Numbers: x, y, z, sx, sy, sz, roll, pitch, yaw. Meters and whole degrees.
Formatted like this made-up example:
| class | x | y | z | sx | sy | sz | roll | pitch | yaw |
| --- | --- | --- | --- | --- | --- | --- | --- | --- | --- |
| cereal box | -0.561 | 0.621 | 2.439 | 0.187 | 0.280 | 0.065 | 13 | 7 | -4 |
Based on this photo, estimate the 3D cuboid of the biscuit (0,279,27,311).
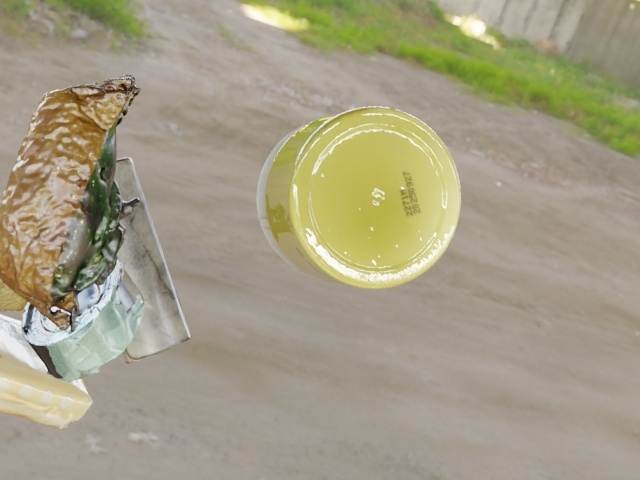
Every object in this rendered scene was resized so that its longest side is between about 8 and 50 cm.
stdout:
| class | x | y | z | sx | sy | sz | roll | pitch | yaw |
| --- | --- | --- | --- | --- | --- | --- | --- | --- | --- |
| biscuit | -0.685 | 0.065 | 2.023 | 0.029 | 0.172 | 0.254 | 25 | 6 | 28 |

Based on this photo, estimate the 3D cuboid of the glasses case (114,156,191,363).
| class | x | y | z | sx | sy | sz | roll | pitch | yaw |
| --- | --- | --- | --- | --- | --- | --- | --- | --- | --- |
| glasses case | -0.294 | 0.029 | 1.481 | 0.114 | 0.299 | 0.060 | -22 | 7 | -30 |

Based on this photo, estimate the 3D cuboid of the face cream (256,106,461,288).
| class | x | y | z | sx | sy | sz | roll | pitch | yaw |
| --- | --- | --- | --- | --- | --- | --- | --- | --- | --- |
| face cream | 0.043 | -0.052 | 1.214 | 0.218 | 0.218 | 0.179 | 15 | -2 | -16 |

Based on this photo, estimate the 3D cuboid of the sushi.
| class | x | y | z | sx | sy | sz | roll | pitch | yaw |
| --- | --- | --- | --- | --- | --- | --- | --- | --- | --- |
| sushi | -0.283 | -0.047 | 1.102 | 0.140 | 0.287 | 0.149 | 19 | -13 | -4 |

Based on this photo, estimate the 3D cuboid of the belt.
| class | x | y | z | sx | sy | sz | roll | pitch | yaw |
| --- | --- | --- | --- | --- | --- | --- | --- | --- | --- |
| belt | -0.307 | 0.098 | 1.266 | 0.151 | 0.078 | 0.198 | -21 | 31 | 8 |

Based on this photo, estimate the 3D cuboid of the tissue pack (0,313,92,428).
| class | x | y | z | sx | sy | sz | roll | pitch | yaw |
| --- | --- | --- | --- | --- | --- | --- | --- | --- | --- |
| tissue pack | -0.475 | 0.190 | 1.482 | 0.222 | 0.090 | 0.186 | 29 | 14 | -47 |
